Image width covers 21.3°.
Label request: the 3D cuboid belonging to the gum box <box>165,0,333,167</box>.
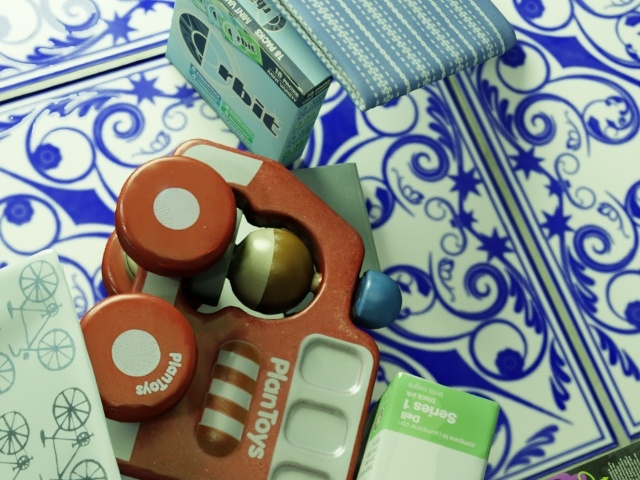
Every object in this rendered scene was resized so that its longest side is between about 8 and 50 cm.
[{"bbox_3d":[-0.065,-0.156,1.492,0.041,0.184,0.157,-38,80,-19],"label":"gum box"}]

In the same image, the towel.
[{"bbox_3d":[0.036,-0.234,1.525,0.243,0.040,0.336,50,31,7],"label":"towel"}]

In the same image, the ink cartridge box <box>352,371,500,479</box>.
[{"bbox_3d":[0.062,0.240,1.381,0.093,0.160,0.219,18,67,-3],"label":"ink cartridge box"}]

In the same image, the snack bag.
[{"bbox_3d":[-0.309,0.207,1.273,0.343,0.037,0.323,-20,73,8],"label":"snack bag"}]

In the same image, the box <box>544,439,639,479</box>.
[{"bbox_3d":[0.273,0.241,1.494,0.162,0.029,0.116,-19,73,-18],"label":"box"}]

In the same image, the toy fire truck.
[{"bbox_3d":[-0.069,0.076,1.414,0.254,0.169,0.302,18,67,-6],"label":"toy fire truck"}]

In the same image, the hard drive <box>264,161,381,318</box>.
[{"bbox_3d":[0.000,0.000,1.534,0.094,0.022,0.135,-8,72,-14],"label":"hard drive"}]
